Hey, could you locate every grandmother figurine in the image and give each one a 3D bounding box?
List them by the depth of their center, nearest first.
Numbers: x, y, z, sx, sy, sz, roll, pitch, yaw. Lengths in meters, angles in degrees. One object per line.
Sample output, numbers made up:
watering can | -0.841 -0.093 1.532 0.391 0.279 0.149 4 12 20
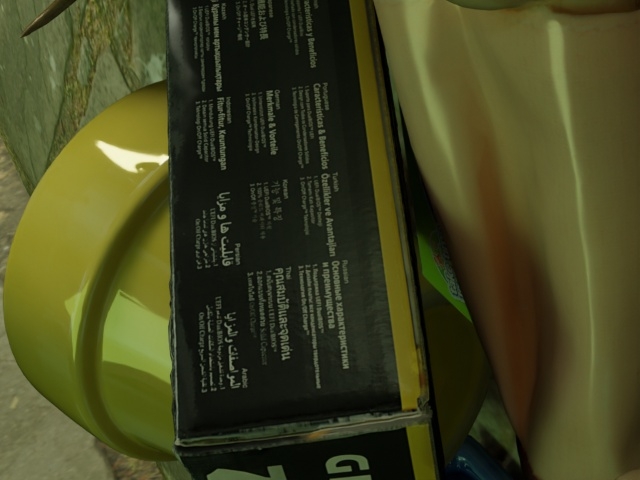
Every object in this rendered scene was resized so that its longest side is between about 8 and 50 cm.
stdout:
grandmother figurine | 0.089 0.059 0.461 0.208 0.104 0.342 -50 -47 -62

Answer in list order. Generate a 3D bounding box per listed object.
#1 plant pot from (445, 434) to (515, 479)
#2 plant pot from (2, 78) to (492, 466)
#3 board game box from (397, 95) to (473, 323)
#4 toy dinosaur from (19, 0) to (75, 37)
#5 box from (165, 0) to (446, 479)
plant pot | 0.079 0.310 0.951 0.236 0.236 0.212 48 162 44
plant pot | -0.031 0.053 0.923 0.239 0.254 0.254 31 145 36
board game box | 0.115 -0.074 0.572 0.233 0.078 0.347 45 154 47
toy dinosaur | -0.058 -0.179 0.531 0.112 0.064 0.212 -28 59 36
box | 0.000 0.000 0.578 0.257 0.079 0.322 80 -176 -53
